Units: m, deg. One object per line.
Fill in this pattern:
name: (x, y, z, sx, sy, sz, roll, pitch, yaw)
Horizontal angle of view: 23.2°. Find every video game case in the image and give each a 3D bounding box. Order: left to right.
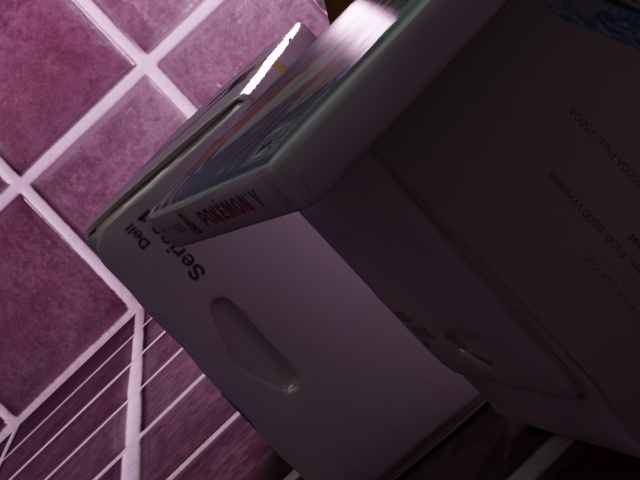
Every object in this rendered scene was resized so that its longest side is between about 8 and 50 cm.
video game case: (0.026, -0.080, 0.587, 0.201, 0.023, 0.183, -48, 11, -16)

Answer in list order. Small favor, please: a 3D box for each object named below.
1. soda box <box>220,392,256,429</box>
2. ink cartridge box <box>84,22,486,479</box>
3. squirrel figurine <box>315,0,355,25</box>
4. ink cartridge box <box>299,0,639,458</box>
soda box: (-0.011, 0.074, 1.077, 0.071, 0.067, 0.210, -42, 7, 11)
ink cartridge box: (0.000, 0.000, 0.896, 0.117, 0.201, 0.278, -41, 8, 14)
squirrel figurine: (0.076, -0.214, 0.923, 0.281, 0.397, 0.370, -42, 12, 7)
ink cartridge box: (0.126, -0.054, 0.650, 0.233, 0.168, 0.171, -46, 8, -11)
